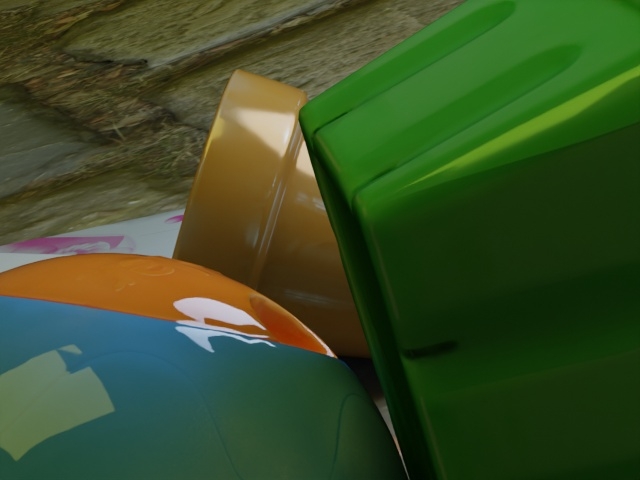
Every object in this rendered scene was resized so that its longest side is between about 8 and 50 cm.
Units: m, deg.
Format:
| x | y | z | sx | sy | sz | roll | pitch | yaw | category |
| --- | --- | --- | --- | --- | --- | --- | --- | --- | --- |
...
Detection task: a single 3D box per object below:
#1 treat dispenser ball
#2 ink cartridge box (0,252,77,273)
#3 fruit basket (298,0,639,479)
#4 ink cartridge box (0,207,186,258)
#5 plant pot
| x | y | z | sx | sy | sz | roll | pitch | yaw | category |
| --- | --- | --- | --- | --- | --- | --- | --- | --- | --- |
| -0.098 | 0.150 | 0.815 | 0.288 | 0.288 | 0.288 | -14 | 20 | 5 | treat dispenser ball |
| -0.280 | 0.132 | 1.137 | 0.270 | 0.198 | 0.197 | 1 | 25 | 37 | ink cartridge box |
| 0.207 | 0.030 | 0.789 | 0.392 | 0.392 | 0.283 | -17 | 20 | -4 | fruit basket |
| -0.254 | 0.080 | 1.456 | 0.330 | 0.071 | 0.324 | -11 | 20 | 9 | ink cartridge box |
| 0.000 | 0.000 | 1.272 | 0.188 | 0.205 | 0.205 | 16 | 22 | -1 | plant pot |
